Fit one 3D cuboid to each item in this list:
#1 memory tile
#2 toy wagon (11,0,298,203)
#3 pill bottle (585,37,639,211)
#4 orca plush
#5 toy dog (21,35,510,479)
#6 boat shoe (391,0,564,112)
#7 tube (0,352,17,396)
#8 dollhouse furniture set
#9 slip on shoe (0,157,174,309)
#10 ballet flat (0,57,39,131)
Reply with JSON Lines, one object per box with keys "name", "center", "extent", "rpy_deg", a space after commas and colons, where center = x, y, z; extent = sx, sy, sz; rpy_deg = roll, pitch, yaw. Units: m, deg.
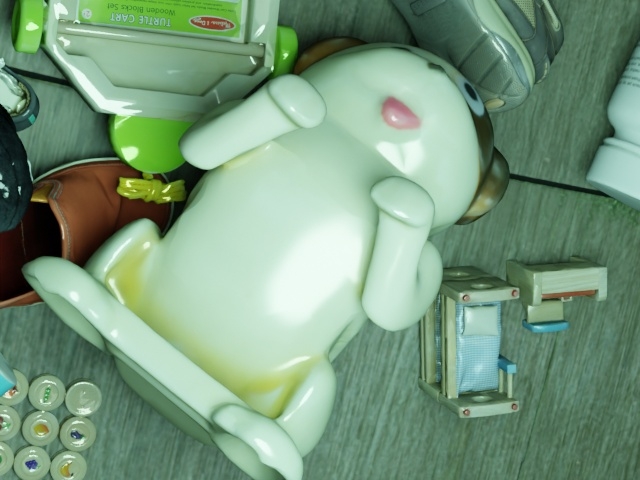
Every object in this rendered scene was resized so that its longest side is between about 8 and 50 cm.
{"name": "memory tile", "center": [-0.282, 0.203, 1.513], "extent": [0.113, 0.012, 0.148], "rpy_deg": [11, 96, -18]}
{"name": "toy wagon", "center": [-0.152, -0.207, 1.430], "extent": [0.267, 0.068, 0.345], "rpy_deg": [4, 94, -21]}
{"name": "pill bottle", "center": [0.393, -0.160, 1.565], "extent": [0.160, 0.160, 0.283], "rpy_deg": [26, 92, -19]}
{"name": "orca plush", "center": [-0.308, -0.150, 1.291], "extent": [0.151, 0.287, 0.102], "rpy_deg": [9, 139, -45]}
{"name": "toy dog", "center": [0.000, 0.000, 1.374], "extent": [0.284, 0.395, 0.408], "rpy_deg": [36, 77, 16]}
{"name": "boat shoe", "center": [0.118, -0.297, 1.497], "extent": [0.130, 0.132, 0.355], "rpy_deg": [-39, 106, -33]}
{"name": "tube", "center": [-0.388, 0.176, 1.463], "extent": [0.207, 0.052, 0.080], "rpy_deg": [-37, 98, 1]}
{"name": "dollhouse furniture set", "center": [0.207, 0.096, 1.572], "extent": [0.183, 0.129, 0.129], "rpy_deg": [-5, 101, -15]}
{"name": "slip on shoe", "center": [-0.247, -0.001, 1.379], "extent": [0.331, 0.101, 0.123], "rpy_deg": [-20, 100, -48]}
{"name": "ballet flat", "center": [-0.345, -0.166, 1.400], "extent": [0.203, 0.074, 0.074], "rpy_deg": [33, 90, -18]}
